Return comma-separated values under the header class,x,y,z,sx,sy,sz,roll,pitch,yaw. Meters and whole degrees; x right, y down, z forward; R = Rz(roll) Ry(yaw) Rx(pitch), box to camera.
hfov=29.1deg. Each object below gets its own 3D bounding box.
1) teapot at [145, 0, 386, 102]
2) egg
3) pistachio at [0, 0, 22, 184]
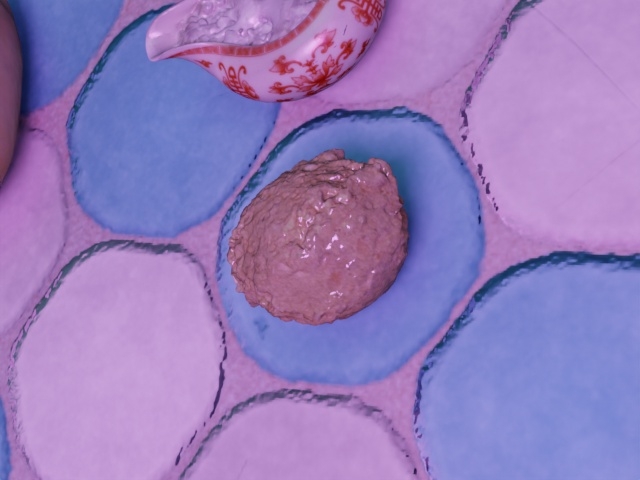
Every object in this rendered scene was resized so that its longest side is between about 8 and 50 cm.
class,x,y,z,sx,sy,sz,roll,pitch,yaw
teapot,-0.013,-0.190,0.955,0.245,0.116,0.159,-36,45,19
egg,0.000,0.000,0.873,0.140,0.116,0.118,-18,92,26
pistachio,-0.367,-0.128,1.108,0.187,0.187,0.299,-22,58,24
